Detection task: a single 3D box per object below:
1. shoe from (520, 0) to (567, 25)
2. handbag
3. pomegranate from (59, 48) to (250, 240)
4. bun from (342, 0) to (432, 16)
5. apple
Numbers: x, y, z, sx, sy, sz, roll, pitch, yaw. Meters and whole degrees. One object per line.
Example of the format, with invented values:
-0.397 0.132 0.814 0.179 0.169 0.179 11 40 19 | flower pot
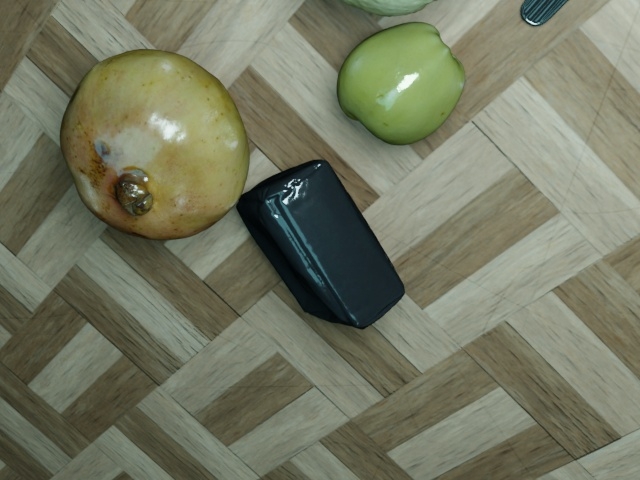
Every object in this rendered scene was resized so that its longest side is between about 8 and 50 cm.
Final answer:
0.350 -0.377 1.150 0.062 0.053 0.159 38 127 1 | shoe
0.003 -0.002 1.443 0.178 0.275 0.302 -37 103 -13 | handbag
-0.288 -0.149 1.357 0.338 0.338 0.338 9 121 15 | pomegranate
0.110 -0.493 1.059 0.349 0.227 0.352 -21 94 44 | bun
0.124 -0.243 1.235 0.200 0.200 0.200 9 121 15 | apple
